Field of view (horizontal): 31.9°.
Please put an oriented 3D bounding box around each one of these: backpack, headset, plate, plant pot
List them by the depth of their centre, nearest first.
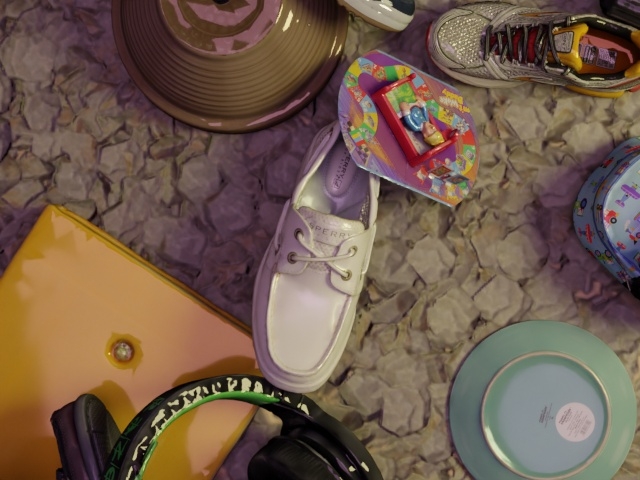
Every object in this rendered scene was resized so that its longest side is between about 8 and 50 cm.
[{"bbox_3d":[-0.006,0.277,1.006,0.394,0.185,0.243,34,63,-22],"label":"headset"},{"bbox_3d":[0.337,-0.018,1.060,0.173,0.117,0.158,43,90,4],"label":"backpack"},{"bbox_3d":[-0.091,-0.226,1.074,0.237,0.110,0.237,0,89,2],"label":"plant pot"},{"bbox_3d":[0.221,0.172,1.105,0.188,0.024,0.188,0,89,2],"label":"plate"}]

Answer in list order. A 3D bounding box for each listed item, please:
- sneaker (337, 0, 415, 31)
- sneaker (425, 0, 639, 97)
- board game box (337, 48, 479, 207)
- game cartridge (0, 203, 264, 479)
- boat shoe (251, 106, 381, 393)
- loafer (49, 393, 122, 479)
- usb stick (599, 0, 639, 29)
[{"bbox_3d":[0.018,-0.330,1.000,0.282,0.099,0.153,46,113,-6],"label":"sneaker"},{"bbox_3d":[0.214,-0.191,1.074,0.225,0.093,0.088,4,90,2],"label":"sneaker"},{"bbox_3d":[0.096,-0.113,1.058,0.169,0.033,0.133,22,61,-27],"label":"board game box"},{"bbox_3d":[-0.233,0.172,1.107,0.285,0.053,0.323,33,93,1],"label":"game cartridge"},{"bbox_3d":[0.000,0.000,1.033,0.098,0.096,0.277,14,69,-6],"label":"boat shoe"},{"bbox_3d":[-0.199,0.295,1.033,0.095,0.109,0.302,-20,94,7],"label":"loafer"},{"bbox_3d":[0.401,-0.193,1.080,0.278,0.077,0.045,23,119,1],"label":"usb stick"}]
